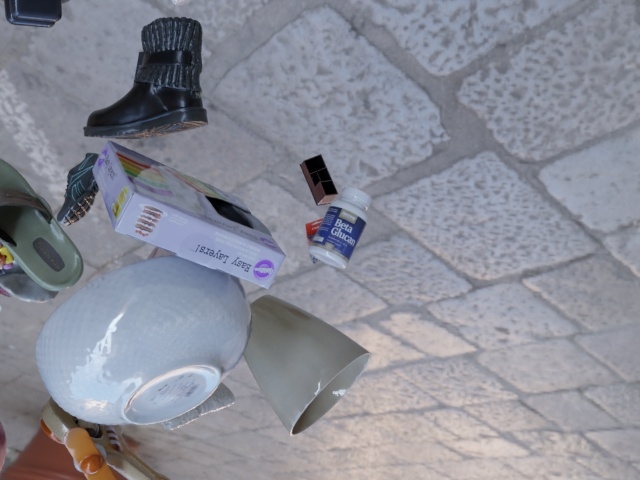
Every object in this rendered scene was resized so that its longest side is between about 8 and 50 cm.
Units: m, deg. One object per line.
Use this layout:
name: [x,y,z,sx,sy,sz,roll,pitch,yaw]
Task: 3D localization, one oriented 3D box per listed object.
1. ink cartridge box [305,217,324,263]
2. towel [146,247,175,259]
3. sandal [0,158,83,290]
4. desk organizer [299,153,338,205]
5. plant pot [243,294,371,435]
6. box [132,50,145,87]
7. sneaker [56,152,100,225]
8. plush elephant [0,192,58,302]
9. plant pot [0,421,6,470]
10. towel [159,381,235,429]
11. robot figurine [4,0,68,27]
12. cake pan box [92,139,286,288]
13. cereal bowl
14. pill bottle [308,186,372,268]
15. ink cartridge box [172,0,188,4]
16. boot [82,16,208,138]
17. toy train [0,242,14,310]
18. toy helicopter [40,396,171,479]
ink cartridge box: [0.000,0.000,1.696,0.063,0.029,0.115,-19,135,-12]
towel: [-0.369,0.167,1.847,0.053,0.317,0.331,-23,113,12]
sandal: [-0.524,-0.040,1.183,0.303,0.120,0.086,46,163,-12]
desk organizer: [-0.004,-0.162,1.823,0.047,0.130,0.050,-10,158,-34]
plant pot: [-0.069,0.262,1.598,0.274,0.256,0.256,42,153,19]
box: [-0.473,-0.455,2.040,0.093,0.158,0.156,-5,155,14]
sneaker: [-0.773,-0.167,2.220,0.106,0.267,0.101,29,162,7]
plush elephant: [-0.664,0.044,1.429,0.256,0.271,0.330,1,156,-12]
plant pot: [-0.690,0.383,1.216,0.201,0.201,0.180,15,169,1]
towel: [-0.355,0.325,1.588,0.282,0.187,0.049,32,120,35]
robot figurine: [-0.592,-0.586,1.408,0.209,0.278,0.173,-1,-176,18]
cake pan box: [-0.202,-0.040,1.057,0.267,0.246,0.070,24,104,-31]
cereal bowl: [-0.254,0.182,1.072,0.339,0.141,0.339,-22,147,-16]
pill bottle: [0.049,-0.031,1.533,0.094,0.169,0.094,24,169,5]
ink cartridge box: [-0.309,-0.716,1.722,0.218,0.092,0.158,-27,103,18]
boot: [-0.432,-0.387,1.681,0.348,0.260,0.131,-7,-179,16]
toy train: [-0.560,0.068,1.228,0.166,0.046,0.125,-42,129,1]
toy helicopter: [-0.434,0.449,1.442,0.355,0.140,0.235,43,177,-10]
